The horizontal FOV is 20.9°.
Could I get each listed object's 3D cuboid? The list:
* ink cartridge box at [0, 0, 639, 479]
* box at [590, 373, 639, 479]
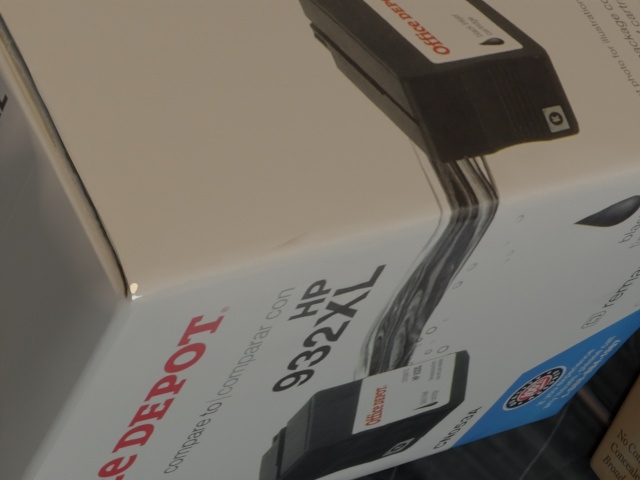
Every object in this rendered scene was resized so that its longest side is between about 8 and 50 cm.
[{"bbox_3d":[0.000,0.000,0.666,0.307,0.129,0.223,-13,153,-34],"label":"ink cartridge box"},{"bbox_3d":[0.304,0.059,1.025,0.121,0.148,0.311,6,120,-33],"label":"box"}]
